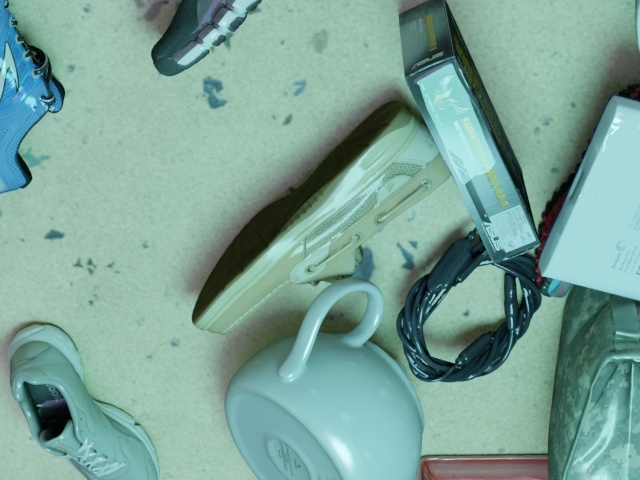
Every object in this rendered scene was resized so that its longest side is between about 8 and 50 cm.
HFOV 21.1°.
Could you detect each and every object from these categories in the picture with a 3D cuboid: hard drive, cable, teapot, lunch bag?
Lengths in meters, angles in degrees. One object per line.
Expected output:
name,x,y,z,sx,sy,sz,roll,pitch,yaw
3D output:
hard drive,0.415,-0.018,1.795,0.318,0.040,0.210,14,119,-11
cable,0.167,0.084,1.935,0.150,0.047,0.184,37,85,-32
teapot,0.027,0.192,1.933,0.187,0.256,0.252,-39,91,-28
lunch bag,0.339,0.182,1.901,0.169,0.235,0.287,1,118,5

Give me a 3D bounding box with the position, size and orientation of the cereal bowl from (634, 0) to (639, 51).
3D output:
cereal bowl,0.480,-0.264,1.705,0.339,0.141,0.339,2,135,2

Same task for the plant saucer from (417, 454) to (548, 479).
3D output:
plant saucer,0.246,0.383,2.027,0.258,0.259,0.048,-1,155,0

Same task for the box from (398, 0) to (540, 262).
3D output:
box,0.153,-0.117,1.778,0.056,0.183,0.231,-22,114,12

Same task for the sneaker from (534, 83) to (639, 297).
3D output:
sneaker,0.330,-0.034,1.866,0.125,0.104,0.262,23,115,-14

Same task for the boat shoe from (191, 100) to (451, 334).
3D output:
boat shoe,0.000,0.000,1.870,0.341,0.121,0.110,-42,109,17

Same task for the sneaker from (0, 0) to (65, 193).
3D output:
sneaker,-0.341,-0.195,1.785,0.147,0.130,0.330,-1,121,-16

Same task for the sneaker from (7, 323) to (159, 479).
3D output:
sneaker,-0.282,0.228,1.984,0.099,0.121,0.262,-30,113,15

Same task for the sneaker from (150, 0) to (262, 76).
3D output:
sneaker,-0.109,-0.311,1.735,0.162,0.106,0.281,43,100,-13
